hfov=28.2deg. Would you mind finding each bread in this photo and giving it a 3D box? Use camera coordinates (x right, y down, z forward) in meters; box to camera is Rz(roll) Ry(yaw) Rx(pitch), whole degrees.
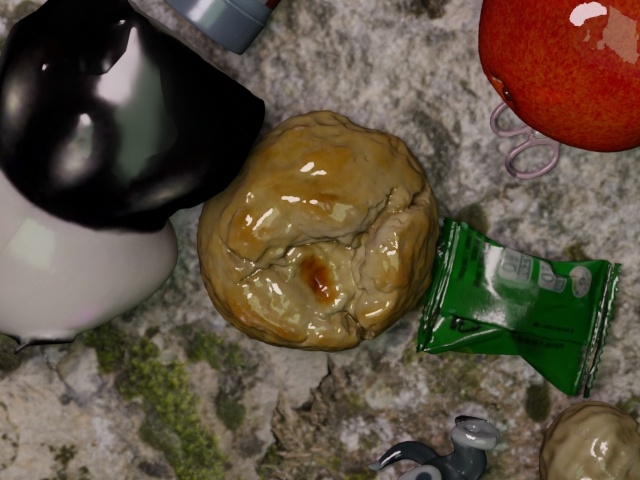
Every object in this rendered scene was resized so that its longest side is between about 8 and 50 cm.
[{"bbox_3d":[0.000,0.000,1.198,0.244,0.134,0.244,-2,111,-5],"label":"bread"}]

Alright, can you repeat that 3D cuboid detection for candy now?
[{"bbox_3d":[0.200,0.073,1.270,0.203,0.078,0.141,14,106,-15],"label":"candy"}]

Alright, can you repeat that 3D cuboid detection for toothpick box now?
[{"bbox_3d":[-0.063,-0.254,1.126,0.101,0.101,0.153,37,101,-15],"label":"toothpick box"}]

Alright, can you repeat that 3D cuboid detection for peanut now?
[{"bbox_3d":[0.282,0.303,1.330,0.136,0.120,0.298,-5,113,-24],"label":"peanut"}]

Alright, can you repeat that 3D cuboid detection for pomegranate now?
[{"bbox_3d":[0.264,-0.199,1.118,0.257,0.221,0.221,-28,109,-13],"label":"pomegranate"}]

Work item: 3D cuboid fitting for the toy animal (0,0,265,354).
[{"bbox_3d":[-0.220,-0.060,1.112,0.251,0.251,0.310,35,96,-14],"label":"toy animal"}]

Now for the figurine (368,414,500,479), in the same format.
[{"bbox_3d":[0.082,0.297,1.302,0.193,0.140,0.265,12,95,-33],"label":"figurine"}]

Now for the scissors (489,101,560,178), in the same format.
[{"bbox_3d":[0.256,-0.122,1.239,0.176,0.022,0.085,-21,107,5],"label":"scissors"}]
